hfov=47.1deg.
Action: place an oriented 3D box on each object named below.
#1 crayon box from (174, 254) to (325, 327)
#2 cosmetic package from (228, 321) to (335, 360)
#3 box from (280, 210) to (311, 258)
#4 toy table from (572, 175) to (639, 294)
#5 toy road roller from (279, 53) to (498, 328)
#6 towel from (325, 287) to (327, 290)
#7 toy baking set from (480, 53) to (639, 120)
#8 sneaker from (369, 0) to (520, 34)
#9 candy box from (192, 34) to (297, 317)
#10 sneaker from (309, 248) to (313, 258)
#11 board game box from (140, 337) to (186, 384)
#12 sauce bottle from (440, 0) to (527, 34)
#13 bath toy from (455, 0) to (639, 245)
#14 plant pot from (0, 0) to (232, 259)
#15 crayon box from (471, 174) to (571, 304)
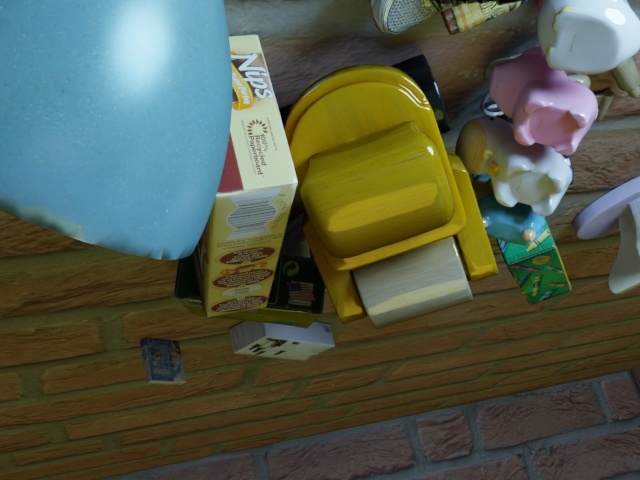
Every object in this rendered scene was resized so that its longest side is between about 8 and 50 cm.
[{"bbox_3d":[-0.105,0.078,1.130,0.202,0.081,0.318,7,168,-4],"label":"crayon box"},{"bbox_3d":[-0.079,0.213,1.594,0.098,0.061,0.239,-29,153,30],"label":"cosmetic package"},{"bbox_3d":[0.000,0.000,1.202,0.145,0.038,0.186,7,149,-40],"label":"box"},{"bbox_3d":[0.633,-0.020,1.386,0.252,0.161,0.274,2,150,-34],"label":"toy table"},{"bbox_3d":[0.073,-0.030,0.820,0.202,0.330,0.241,-19,-159,9],"label":"toy road roller"},{"bbox_3d":[0.025,0.074,1.356,0.197,0.029,0.144,-21,174,14],"label":"towel"},{"bbox_3d":[0.320,-0.195,0.974,0.196,0.030,0.256,-25,154,21],"label":"toy baking set"},{"bbox_3d":[0.144,-0.253,0.665,0.225,0.093,0.088,-27,153,27],"label":"sneaker"},{"bbox_3d":[-0.104,-0.056,0.837,0.087,0.183,0.316,-8,155,-15],"label":"candy box"},{"bbox_3d":[0.083,-0.023,1.034,0.097,0.135,0.276,7,138,-42],"label":"sneaker"},{"bbox_3d":[-0.317,0.245,1.484,0.020,0.090,0.090,-30,153,29],"label":"board game box"},{"bbox_3d":[0.186,-0.254,0.753,0.128,0.042,0.042,-23,155,14],"label":"sauce bottle"},{"bbox_3d":[0.257,-0.157,0.869,0.151,0.129,0.348,23,139,9],"label":"bath toy"},{"bbox_3d":[-0.180,-0.142,0.552,0.290,0.290,0.195,21,101,-53],"label":"plant pot"},{"bbox_3d":[0.341,-0.009,1.228,0.081,0.165,0.278,-22,155,16],"label":"crayon box"}]
